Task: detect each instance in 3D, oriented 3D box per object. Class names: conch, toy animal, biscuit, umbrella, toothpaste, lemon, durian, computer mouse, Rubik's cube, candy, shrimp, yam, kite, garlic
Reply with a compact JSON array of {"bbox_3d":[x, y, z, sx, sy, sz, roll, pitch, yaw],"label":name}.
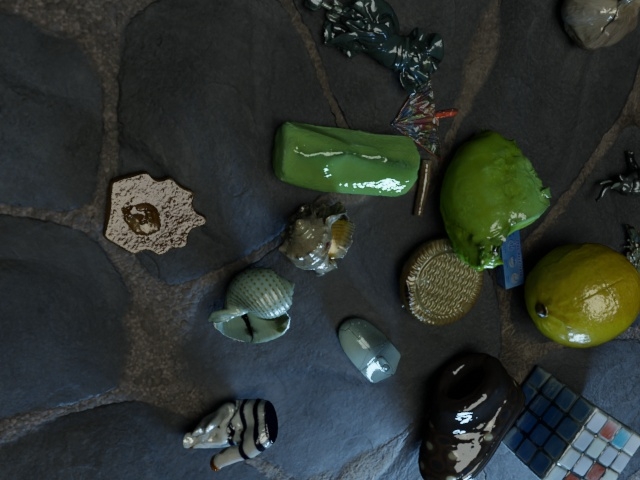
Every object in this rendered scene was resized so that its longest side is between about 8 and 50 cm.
[{"bbox_3d":[-0.153,0.138,1.463,0.200,0.131,0.172,-8,138,9],"label":"conch"},{"bbox_3d":[0.892,-0.185,1.795,0.269,0.082,0.137,-7,106,-20],"label":"toy animal"},{"bbox_3d":[-0.355,-0.056,1.384,0.215,0.034,0.182,7,103,-24],"label":"biscuit"},{"bbox_3d":[0.121,-0.460,1.425,0.349,0.094,0.143,26,90,-23],"label":"umbrella"},{"bbox_3d":[0.500,-0.005,1.714,0.066,0.053,0.272,-16,110,-12],"label":"toothpaste"},{"bbox_3d":[0.700,0.143,1.704,0.297,0.297,0.297,-5,106,-19],"label":"lemon"},{"bbox_3d":[0.317,0.107,1.657,0.259,0.079,0.259,-6,107,-19],"label":"biscuit"},{"bbox_3d":[0.413,-0.104,1.560,0.255,0.204,0.340,-19,73,-8],"label":"durian"},{"bbox_3d":[0.132,0.291,1.644,0.113,0.068,0.229,-44,114,-3],"label":"computer mouse"},{"bbox_3d":[0.000,0.000,1.474,0.178,0.163,0.245,-28,143,5],"label":"conch"},{"bbox_3d":[0.703,0.564,1.831,0.253,0.256,0.259,33,92,-25],"label":"Rubik's cube"},{"bbox_3d":[0.061,-0.184,1.465,0.343,0.132,0.142,5,145,-20],"label":"candy"},{"bbox_3d":[0.907,0.079,1.893,0.173,0.058,0.253,-24,113,-4],"label":"shrimp"},{"bbox_3d":[0.257,-0.131,1.599,0.032,0.032,0.145,2,104,-21],"label":"yam"},{"bbox_3d":[0.258,-0.296,1.565,0.189,0.009,0.232,-16,110,-17],"label":"kite"},{"bbox_3d":[0.713,-0.577,1.553,0.218,0.212,0.219,-3,101,-15],"label":"garlic"}]

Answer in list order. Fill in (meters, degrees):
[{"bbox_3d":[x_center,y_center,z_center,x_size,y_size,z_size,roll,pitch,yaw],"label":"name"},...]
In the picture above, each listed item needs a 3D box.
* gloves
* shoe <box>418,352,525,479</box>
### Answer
[{"bbox_3d":[-0.221,0.459,1.539,0.218,0.131,0.140,-12,113,15],"label":"gloves"},{"bbox_3d":[0.378,0.488,1.732,0.384,0.171,0.237,-49,122,-4],"label":"shoe"}]
